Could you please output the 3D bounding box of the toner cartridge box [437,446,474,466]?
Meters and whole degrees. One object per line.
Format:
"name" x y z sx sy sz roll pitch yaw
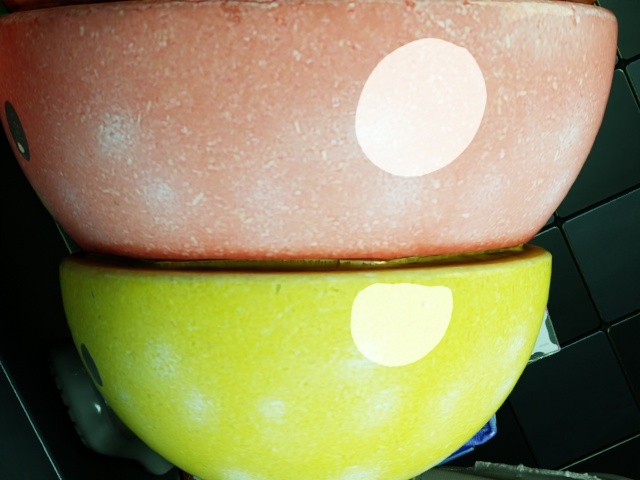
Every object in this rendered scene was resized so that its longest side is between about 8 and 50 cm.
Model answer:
"toner cartridge box" 0.031 0.119 1.675 0.075 0.165 0.348 -110 175 -59

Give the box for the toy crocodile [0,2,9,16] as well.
"toy crocodile" -0.184 -0.159 0.850 0.115 0.105 0.340 -111 180 -51

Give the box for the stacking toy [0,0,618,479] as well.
"stacking toy" -0.007 -0.013 0.652 0.350 0.350 0.480 -38 127 -87

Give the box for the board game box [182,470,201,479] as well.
"board game box" -0.062 0.151 1.055 0.145 0.027 0.281 62 4 -30

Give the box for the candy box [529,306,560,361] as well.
"candy box" 0.153 0.006 1.518 0.159 0.071 0.233 177 -106 -83

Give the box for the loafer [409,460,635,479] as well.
"loafer" 0.124 0.254 1.295 0.130 0.366 0.134 21 69 -45

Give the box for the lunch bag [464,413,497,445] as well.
"lunch bag" 0.000 0.000 1.394 0.328 0.239 0.385 -113 -172 -88

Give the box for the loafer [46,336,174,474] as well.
"loafer" -0.078 0.079 0.834 0.220 0.078 0.080 41 25 -83
